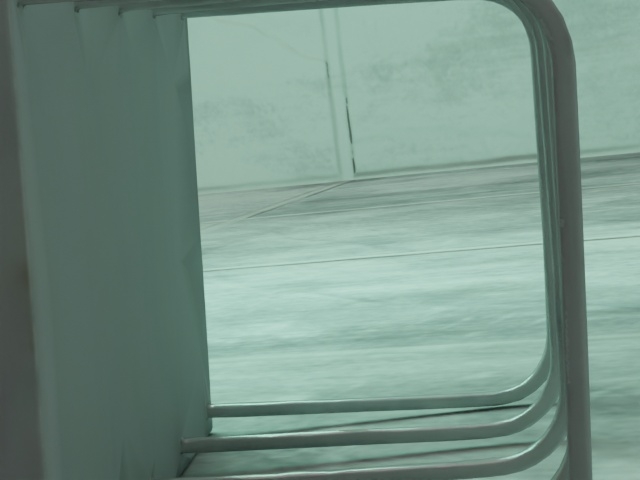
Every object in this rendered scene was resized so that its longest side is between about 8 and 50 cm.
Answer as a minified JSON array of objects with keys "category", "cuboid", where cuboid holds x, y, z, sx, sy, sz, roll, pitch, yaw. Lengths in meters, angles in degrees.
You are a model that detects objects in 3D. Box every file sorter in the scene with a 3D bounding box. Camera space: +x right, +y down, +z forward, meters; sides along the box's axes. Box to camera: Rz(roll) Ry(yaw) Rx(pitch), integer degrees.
[{"category":"file sorter","cuboid":[0.000,0.000,0.582,0.173,0.193,0.277,-3,6,6]}]
